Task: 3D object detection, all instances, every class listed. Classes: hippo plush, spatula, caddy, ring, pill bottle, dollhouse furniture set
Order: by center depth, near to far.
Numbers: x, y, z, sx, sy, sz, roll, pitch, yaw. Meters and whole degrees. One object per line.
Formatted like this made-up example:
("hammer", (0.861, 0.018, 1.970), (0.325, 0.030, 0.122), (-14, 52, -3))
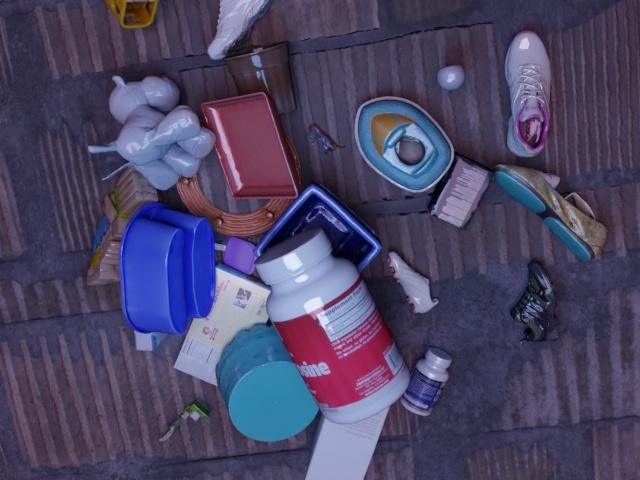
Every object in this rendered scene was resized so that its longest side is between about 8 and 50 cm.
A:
("pill bottle", (0.020, 0.187, 1.596), (0.229, 0.229, 0.407), (-26, 101, 10))
("hippo plush", (-0.430, -0.277, 1.762), (0.294, 0.234, 0.236), (-21, 59, -12))
("caddy", (-0.397, 0.076, 1.780), (0.179, 0.241, 0.341), (8, 108, 22))
("ring", (-0.218, -0.173, 1.847), (0.337, 0.032, 0.336), (1, 103, 5))
("spatula", (-0.311, 0.006, 1.896), (0.297, 0.030, 0.084), (19, 103, 0))
("pill bottle", (0.289, 0.377, 1.903), (0.094, 0.094, 0.169), (22, 104, -1))
("dollhouse furniture set", (-0.381, 0.520, 2.001), (0.058, 0.076, 0.151), (43, 102, -5))

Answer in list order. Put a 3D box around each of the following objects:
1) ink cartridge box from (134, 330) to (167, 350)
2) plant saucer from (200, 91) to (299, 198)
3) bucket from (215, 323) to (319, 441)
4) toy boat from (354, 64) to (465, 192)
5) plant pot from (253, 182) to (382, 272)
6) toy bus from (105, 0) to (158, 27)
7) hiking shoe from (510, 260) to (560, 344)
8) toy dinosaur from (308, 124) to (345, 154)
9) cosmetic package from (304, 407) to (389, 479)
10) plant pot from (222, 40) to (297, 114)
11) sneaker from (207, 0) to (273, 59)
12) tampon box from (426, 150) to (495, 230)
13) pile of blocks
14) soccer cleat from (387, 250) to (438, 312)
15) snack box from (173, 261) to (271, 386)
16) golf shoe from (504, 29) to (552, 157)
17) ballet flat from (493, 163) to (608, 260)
("ink cartridge box", (-0.459, 0.236, 1.916), (0.052, 0.122, 0.088), (1, 103, 8))
("plant saucer", (-0.162, -0.228, 1.716), (0.259, 0.048, 0.258), (3, 117, 47))
("bucket", (-0.132, 0.376, 1.853), (0.282, 0.183, 0.281), (-5, 113, -12))
("toy boat", (0.234, -0.292, 1.714), (0.268, 0.148, 0.318), (38, 101, 4))
("plant pot", (0.000, 0.000, 1.777), (0.236, 0.212, 0.236), (41, 103, -5))
("toy bus", (-0.483, -0.608, 1.724), (0.191, 0.202, 0.104), (22, 135, -8))
("hiking shoe", (0.550, 0.167, 1.836), (0.114, 0.086, 0.226), (-13, 103, 4))
("toy dinosaur", (0.006, -0.262, 1.814), (0.090, 0.047, 0.082), (-20, 93, -25))
("cosmetic package", (0.081, 0.467, 1.882), (0.156, 0.217, 0.384), (16, 105, 1))
("plant pot", (-0.137, -0.386, 1.729), (0.167, 0.167, 0.165), (-12, 109, 7))
("sneaker", (-0.215, -0.553, 1.736), (0.115, 0.090, 0.232), (39, 94, 2))
("tampon box", (0.347, -0.125, 1.765), (0.102, 0.120, 0.160), (26, 103, -2))
("pile of blocks", (-0.515, -0.031, 1.881), (0.113, 0.149, 0.362), (9, 121, -42))
("soccer cleat", (0.241, 0.102, 1.860), (0.076, 0.068, 0.196), (-29, 106, 6))
("snack box", (-0.256, 0.240, 1.932), (0.187, 0.060, 0.321), (24, 104, -2))
("golf shoe", (0.507, -0.349, 1.692), (0.115, 0.140, 0.306), (-5, 101, 7))
("ballet flat", (0.583, -0.097, 1.768), (0.348, 0.123, 0.123), (42, 103, -5))
